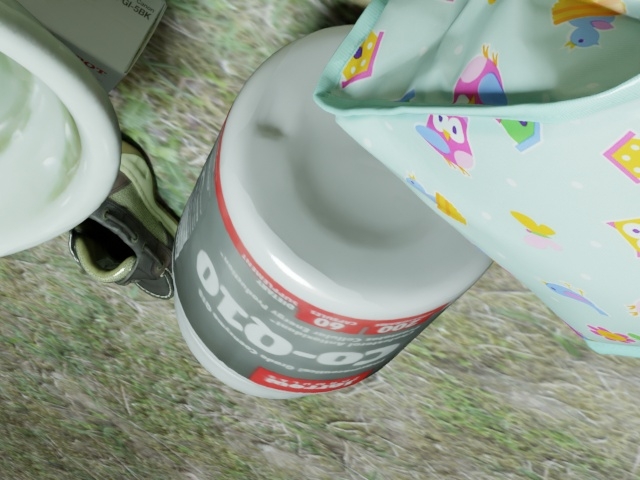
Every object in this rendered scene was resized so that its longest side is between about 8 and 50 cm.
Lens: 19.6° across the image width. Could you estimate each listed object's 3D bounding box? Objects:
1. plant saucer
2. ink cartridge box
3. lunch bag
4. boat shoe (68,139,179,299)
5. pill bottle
[{"bbox_3d":[-0.308,-0.100,1.036,0.401,0.100,0.400,2,158,1],"label":"plant saucer"},{"bbox_3d":[-0.163,-0.127,1.113,0.099,0.056,0.135,31,159,-13],"label":"ink cartridge box"},{"bbox_3d":[0.164,-0.052,0.778,0.223,0.160,0.262,38,162,-28],"label":"lunch bag"},{"bbox_3d":[-0.152,-0.004,1.373,0.080,0.073,0.223,19,158,17],"label":"boat shoe"},{"bbox_3d":[0.000,0.000,1.083,0.161,0.161,0.283,27,159,-3],"label":"pill bottle"}]
